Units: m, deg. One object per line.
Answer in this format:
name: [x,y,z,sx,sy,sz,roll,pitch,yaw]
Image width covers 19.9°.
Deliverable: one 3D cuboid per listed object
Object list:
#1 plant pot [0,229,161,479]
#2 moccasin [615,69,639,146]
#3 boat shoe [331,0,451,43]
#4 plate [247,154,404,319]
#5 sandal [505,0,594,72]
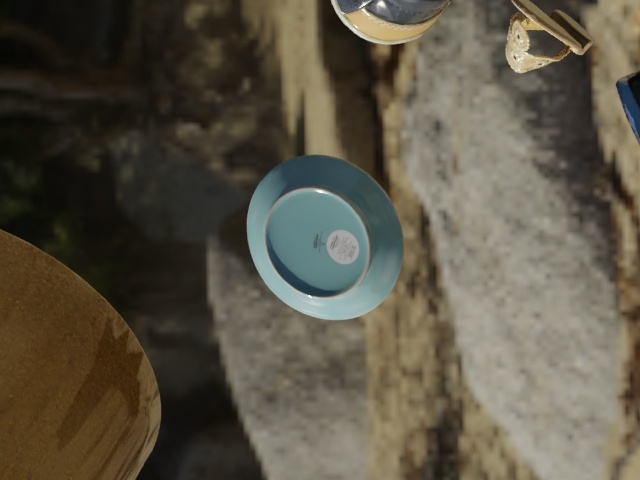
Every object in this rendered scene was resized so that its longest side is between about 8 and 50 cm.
plant pot: [-0.228,0.149,0.898,0.254,0.237,0.237,-71,-13,-46]
moccasin: [0.264,-0.027,1.060,0.137,0.117,0.342,58,-168,-39]
boat shoe: [0.062,-0.453,1.847,0.156,0.187,0.500,175,87,-70]
plate: [0.000,0.000,1.970,0.024,0.188,0.188,-32,-54,-60]
sandal: [0.261,-0.231,2.172,0.079,0.088,0.240,-50,-16,16]
